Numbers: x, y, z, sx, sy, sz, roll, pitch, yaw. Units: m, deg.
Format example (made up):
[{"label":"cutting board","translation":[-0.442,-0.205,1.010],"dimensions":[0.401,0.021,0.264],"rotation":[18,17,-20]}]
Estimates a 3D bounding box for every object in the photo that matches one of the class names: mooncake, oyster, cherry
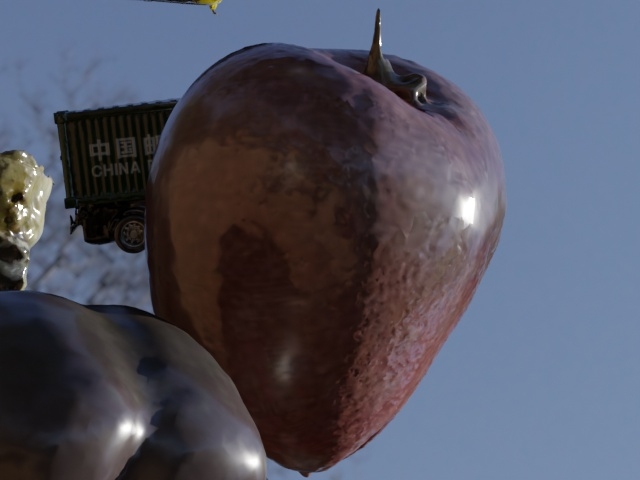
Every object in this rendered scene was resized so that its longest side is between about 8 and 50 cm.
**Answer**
[{"label":"mooncake","translation":[-0.157,0.177,0.977],"dimensions":[0.154,0.306,0.306],"rotation":[35,-25,51]},{"label":"oyster","translation":[-0.298,0.031,1.542],"dimensions":[0.107,0.161,0.233],"rotation":[-124,-139,-49]},{"label":"cherry","translation":[0.000,0.000,1.174],"dimensions":[0.221,0.261,0.307],"rotation":[15,-79,27]}]

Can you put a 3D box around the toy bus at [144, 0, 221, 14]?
[{"label":"toy bus","translation":[-0.165,-0.294,1.743],"dimensions":[0.330,0.152,0.144],"rotation":[11,-83,49]}]

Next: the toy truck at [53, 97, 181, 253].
[{"label":"toy truck","translation":[-0.080,-0.060,1.480],"dimensions":[0.088,0.259,0.121],"rotation":[-142,-134,-81]}]
